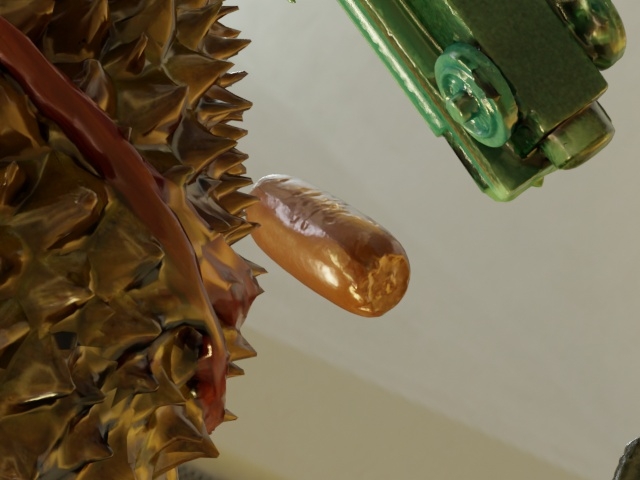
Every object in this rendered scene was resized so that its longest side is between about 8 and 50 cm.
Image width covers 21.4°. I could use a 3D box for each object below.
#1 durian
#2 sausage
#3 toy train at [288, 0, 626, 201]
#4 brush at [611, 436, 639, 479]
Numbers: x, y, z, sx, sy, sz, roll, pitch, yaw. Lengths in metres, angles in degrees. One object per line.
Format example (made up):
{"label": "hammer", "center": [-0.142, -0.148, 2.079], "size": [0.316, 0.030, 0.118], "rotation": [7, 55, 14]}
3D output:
{"label": "durian", "center": [-0.194, 0.006, 0.656], "size": [0.347, 0.384, 0.347], "rotation": [46, -173, -7]}
{"label": "sausage", "center": [0.000, 0.000, 1.350], "size": [0.076, 0.076, 0.197], "rotation": [-7, -157, -28]}
{"label": "toy train", "center": [0.070, -0.159, 1.097], "size": [0.120, 0.194, 0.298], "rotation": [-34, -96, -17]}
{"label": "brush", "center": [0.202, 0.301, 1.281], "size": [0.070, 0.051, 0.323], "rotation": [20, -104, 26]}
